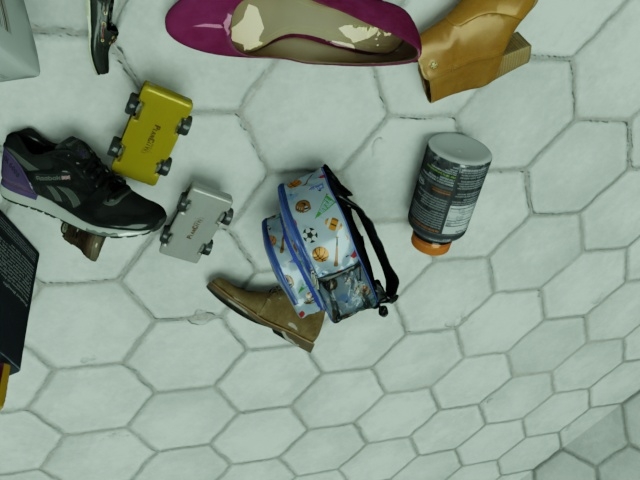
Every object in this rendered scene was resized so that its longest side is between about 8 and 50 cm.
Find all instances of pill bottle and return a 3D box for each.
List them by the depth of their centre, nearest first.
[{"bbox_3d":[0.257,-0.086,1.198,0.130,0.130,0.245,-3,129,-17],"label":"pill bottle"}]

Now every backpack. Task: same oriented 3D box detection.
[{"bbox_3d":[0.000,0.000,1.116,0.213,0.276,0.263,-19,119,-5],"label":"backpack"}]

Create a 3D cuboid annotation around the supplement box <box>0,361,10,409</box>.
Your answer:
[{"bbox_3d":[-0.551,0.201,0.796,0.104,0.081,0.188,-41,130,17],"label":"supplement box"}]

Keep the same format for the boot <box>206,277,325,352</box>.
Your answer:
[{"bbox_3d":[-0.117,0.141,1.302,0.305,0.112,0.115,33,82,-31],"label":"boot"}]

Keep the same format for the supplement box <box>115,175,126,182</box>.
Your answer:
[{"bbox_3d":[-0.394,-0.079,1.040,0.055,0.043,0.083,24,118,-33],"label":"supplement box"}]

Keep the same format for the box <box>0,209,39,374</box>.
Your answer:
[{"bbox_3d":[-0.656,0.116,0.943,0.296,0.294,0.182,-23,131,1],"label":"box"}]

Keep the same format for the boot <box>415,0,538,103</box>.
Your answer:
[{"bbox_3d":[0.250,-0.378,0.974,0.211,0.104,0.295,-21,136,-2],"label":"boot"}]

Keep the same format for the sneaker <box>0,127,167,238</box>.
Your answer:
[{"bbox_3d":[-0.386,-0.097,0.935,0.283,0.107,0.124,17,118,1],"label":"sneaker"}]

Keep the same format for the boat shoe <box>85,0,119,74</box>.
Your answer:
[{"bbox_3d":[-0.326,-0.312,0.867,0.042,0.049,0.133,4,123,-12],"label":"boat shoe"}]

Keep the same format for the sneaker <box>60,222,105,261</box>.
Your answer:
[{"bbox_3d":[-0.418,-0.006,1.008,0.071,0.188,0.066,20,83,-24],"label":"sneaker"}]

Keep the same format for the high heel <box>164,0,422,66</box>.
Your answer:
[{"bbox_3d":[-0.038,-0.319,0.871,0.377,0.181,0.127,-10,130,-11],"label":"high heel"}]

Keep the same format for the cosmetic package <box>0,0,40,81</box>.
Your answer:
[{"bbox_3d":[-0.545,-0.311,0.530,0.394,0.329,0.327,-13,94,-9],"label":"cosmetic package"}]

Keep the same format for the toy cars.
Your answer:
[{"bbox_3d":[-0.258,-0.118,1.031,0.176,0.087,0.393,-10,136,5],"label":"toy cars"}]
